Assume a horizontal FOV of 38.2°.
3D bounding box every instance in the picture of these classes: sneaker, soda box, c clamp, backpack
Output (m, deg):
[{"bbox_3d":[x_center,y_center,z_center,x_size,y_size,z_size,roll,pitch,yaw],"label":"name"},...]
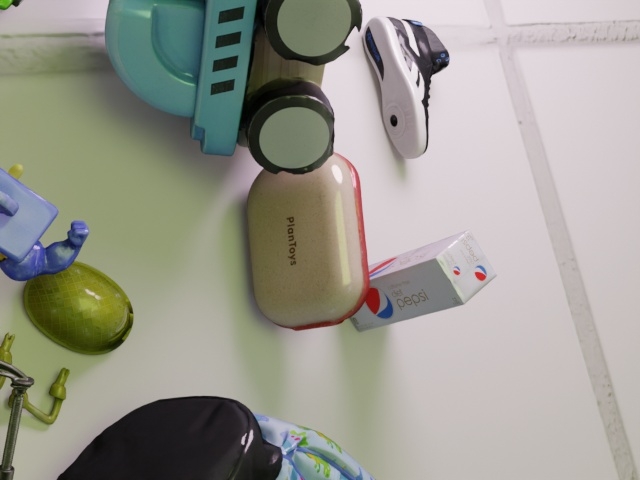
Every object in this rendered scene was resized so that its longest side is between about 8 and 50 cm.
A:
[{"bbox_3d":[0.149,-0.230,1.356,0.121,0.079,0.216,-10,82,-34],"label":"sneaker"},{"bbox_3d":[0.116,0.055,1.173,0.074,0.216,0.069,-36,97,-35],"label":"soda box"},{"bbox_3d":[-0.329,0.190,0.929,0.137,0.022,0.160,4,103,-18],"label":"c clamp"},{"bbox_3d":[-0.049,0.311,0.964,0.273,0.290,0.355,-46,112,-34],"label":"backpack"}]

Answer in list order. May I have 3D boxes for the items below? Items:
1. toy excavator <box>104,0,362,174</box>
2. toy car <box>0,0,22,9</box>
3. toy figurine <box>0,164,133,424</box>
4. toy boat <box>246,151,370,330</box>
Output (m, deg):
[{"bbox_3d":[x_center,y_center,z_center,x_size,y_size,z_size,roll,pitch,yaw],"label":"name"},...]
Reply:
[{"bbox_3d":[-0.186,-0.303,1.013,0.445,0.433,0.222,3,34,-12],"label":"toy excavator"},{"bbox_3d":[-0.337,-0.351,1.082,0.239,0.053,0.225,37,60,-19],"label":"toy car"},{"bbox_3d":[-0.323,0.016,0.892,0.362,0.217,0.191,40,59,-18],"label":"toy figurine"},{"bbox_3d":[0.000,0.000,1.179,0.151,0.151,0.231,17,65,-62],"label":"toy boat"}]
